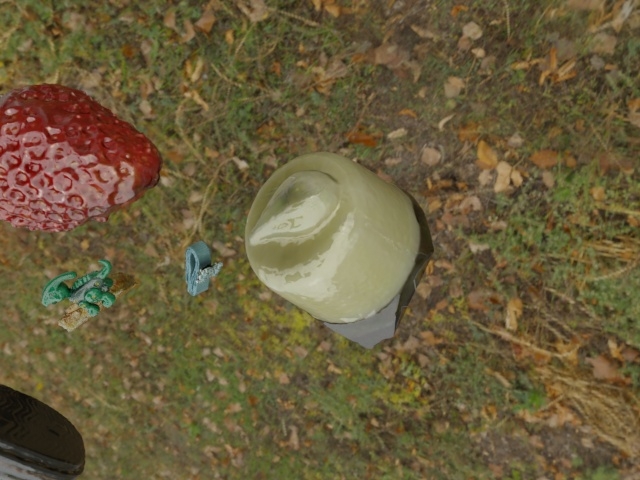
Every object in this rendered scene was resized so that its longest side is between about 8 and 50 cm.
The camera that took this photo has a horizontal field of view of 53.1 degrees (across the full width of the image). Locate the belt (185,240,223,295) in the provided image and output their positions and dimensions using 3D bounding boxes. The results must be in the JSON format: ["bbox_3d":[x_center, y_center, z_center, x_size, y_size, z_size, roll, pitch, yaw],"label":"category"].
[{"bbox_3d":[-0.295,0.084,1.596,0.100,0.065,0.179,47,147,22],"label":"belt"}]

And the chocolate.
[{"bbox_3d":[0.000,0.000,1.217,0.297,0.326,0.314,16,-169,-44],"label":"chocolate"}]

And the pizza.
[{"bbox_3d":[-0.398,0.097,1.175,0.134,0.175,0.046,-35,95,33],"label":"pizza"}]

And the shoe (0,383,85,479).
[{"bbox_3d":[-0.543,0.311,0.885,0.384,0.237,0.171,34,-176,-33],"label":"shoe"}]

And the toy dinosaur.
[{"bbox_3d":[-0.393,0.076,1.060,0.132,0.059,0.096,-39,139,14],"label":"toy dinosaur"}]

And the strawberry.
[{"bbox_3d":[-0.305,-0.095,0.810,0.244,0.205,0.205,11,133,27],"label":"strawberry"}]
